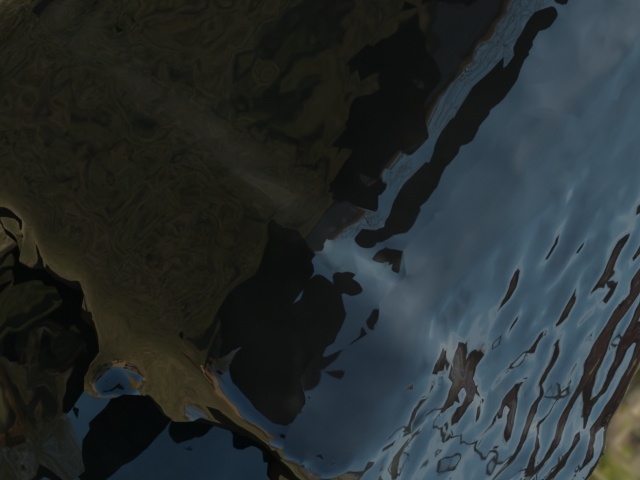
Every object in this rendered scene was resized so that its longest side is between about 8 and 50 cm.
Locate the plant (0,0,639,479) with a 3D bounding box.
[{"bbox_3d":[0.000,0.000,0.408,0.256,0.142,0.164,-49,151,8],"label":"plant"}]
